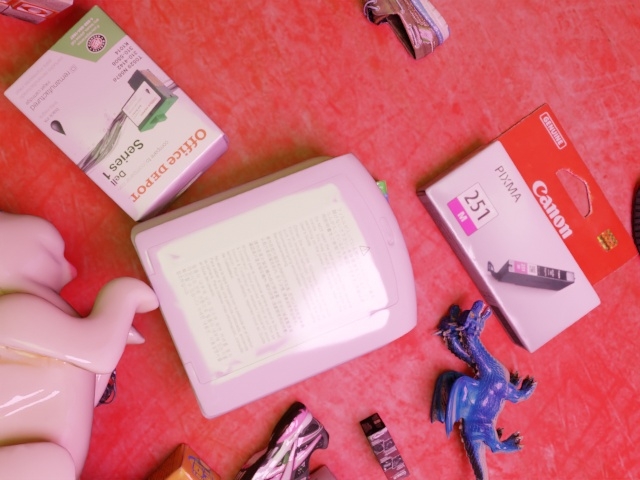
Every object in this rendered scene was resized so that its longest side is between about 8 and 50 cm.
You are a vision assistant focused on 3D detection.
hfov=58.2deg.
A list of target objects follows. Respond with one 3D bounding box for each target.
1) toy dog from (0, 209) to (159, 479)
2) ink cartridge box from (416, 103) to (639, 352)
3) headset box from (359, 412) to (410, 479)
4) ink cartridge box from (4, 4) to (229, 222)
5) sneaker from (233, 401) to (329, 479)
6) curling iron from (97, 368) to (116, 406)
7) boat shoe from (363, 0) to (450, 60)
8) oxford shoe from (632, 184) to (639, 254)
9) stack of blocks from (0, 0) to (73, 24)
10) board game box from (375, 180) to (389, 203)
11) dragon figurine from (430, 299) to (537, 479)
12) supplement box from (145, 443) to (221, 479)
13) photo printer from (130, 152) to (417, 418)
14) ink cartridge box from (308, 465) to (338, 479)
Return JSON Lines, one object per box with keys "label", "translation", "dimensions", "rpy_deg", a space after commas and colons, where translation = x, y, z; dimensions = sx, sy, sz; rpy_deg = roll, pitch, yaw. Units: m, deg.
{"label": "toy dog", "translation": [-0.365, 0.147, 0.611], "dimensions": [0.394, 0.285, 0.408], "rpy_deg": [-12, 72, -17]}
{"label": "ink cartridge box", "translation": [0.309, -0.022, 0.813], "dimensions": [0.238, 0.060, 0.275], "rpy_deg": [-35, 95, -3]}
{"label": "headset box", "translation": [0.090, 0.290, 0.795], "dimensions": [0.032, 0.062, 0.083], "rpy_deg": [-26, 95, -4]}
{"label": "ink cartridge box", "translation": [-0.247, -0.151, 0.731], "dimensions": [0.219, 0.092, 0.160], "rpy_deg": [44, 87, -5]}
{"label": "sneaker", "translation": [-0.054, 0.314, 0.776], "dimensions": [0.077, 0.072, 0.178], "rpy_deg": [40, 88, -7]}
{"label": "curling iron", "translation": [-0.393, 0.146, 0.753], "dimensions": [0.273, 0.035, 0.068], "rpy_deg": [23, 80, -5]}
{"label": "boat shoe", "translation": [0.094, -0.325, 0.777], "dimensions": [0.183, 0.066, 0.066], "rpy_deg": [45, 88, -5]}
{"label": "oxford shoe", "translation": [0.527, 0.011, 0.838], "dimensions": [0.096, 0.082, 0.228], "rpy_deg": [-19, 90, -32]}
{"label": "stack of blocks", "translation": [-0.347, -0.419, 0.667], "dimensions": [0.087, 0.171, 0.298], "rpy_deg": [4, 93, -43]}
{"label": "board game box", "translation": [0.000, 0.000, 0.791], "dimensions": [0.201, 0.035, 0.136], "rpy_deg": [-10, 92, -6]}
{"label": "dragon figurine", "translation": [0.202, 0.230, 0.792], "dimensions": [0.143, 0.085, 0.290], "rpy_deg": [18, 85, -4]}
{"label": "supplement box", "translation": [-0.240, 0.385, 0.754], "dimensions": [0.233, 0.080, 0.078], "rpy_deg": [-45, 98, -6]}
{"label": "photo printer", "translation": [-0.042, 0.045, 0.715], "dimensions": [0.307, 0.107, 0.256], "rpy_deg": [-22, 94, -6]}
{"label": "ink cartridge box", "translation": [-0.064, 0.525, 0.706], "dimensions": [0.384, 0.160, 0.279], "rpy_deg": [-31, 96, -14]}
